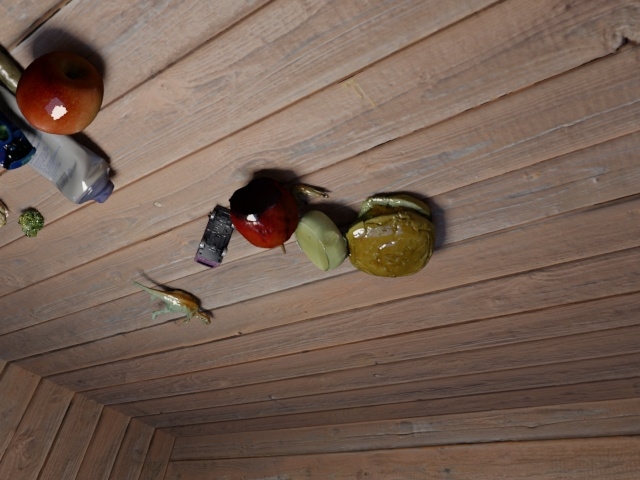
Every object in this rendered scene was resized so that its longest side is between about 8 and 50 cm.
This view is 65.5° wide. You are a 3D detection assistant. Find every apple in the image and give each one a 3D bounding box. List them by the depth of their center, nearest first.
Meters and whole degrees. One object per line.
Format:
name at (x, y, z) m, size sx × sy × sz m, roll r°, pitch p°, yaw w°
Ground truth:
apple at (-0.603, -0.340, 1.159) m, size 0.181 × 0.180 × 0.168 m, roll 32°, pitch 139°, yaw -27°

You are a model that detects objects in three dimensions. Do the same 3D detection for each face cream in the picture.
face cream at (-0.768, -0.250, 1.376) m, size 0.420 × 0.137 × 0.235 m, roll 39°, pitch 136°, yaw -22°

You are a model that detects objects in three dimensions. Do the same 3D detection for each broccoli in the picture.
broccoli at (-0.977, -0.050, 1.679) m, size 0.097 × 0.091 × 0.095 m, roll -20°, pitch 150°, yaw 7°

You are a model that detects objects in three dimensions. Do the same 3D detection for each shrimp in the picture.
shrimp at (-0.030, -0.127, 1.446) m, size 0.115 × 0.023 × 0.083 m, roll 12°, pitch 145°, yaw 5°

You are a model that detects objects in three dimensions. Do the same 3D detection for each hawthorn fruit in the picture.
hawthorn fruit at (-0.147, -0.060, 1.416) m, size 0.190 × 0.189 × 0.251 m, roll -16°, pitch 127°, yaw 28°

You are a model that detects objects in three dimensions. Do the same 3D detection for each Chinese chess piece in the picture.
Chinese chess piece at (0.000, 0.000, 1.484) m, size 0.188 × 0.083 × 0.188 m, roll 46°, pitch 158°, yaw 25°

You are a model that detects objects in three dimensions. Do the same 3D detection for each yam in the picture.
yam at (-0.763, -0.418, 1.194) m, size 0.061 × 0.061 × 0.274 m, roll -11°, pitch 139°, yaw 24°

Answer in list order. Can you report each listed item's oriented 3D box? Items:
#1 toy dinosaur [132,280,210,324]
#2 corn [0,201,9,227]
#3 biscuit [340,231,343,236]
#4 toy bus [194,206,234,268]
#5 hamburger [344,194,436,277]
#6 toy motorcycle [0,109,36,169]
toy dinosaur at (-0.604, 0.238, 1.970) m, size 0.206 × 0.092 × 0.392 m, roll -8°, pitch 138°, yaw 20°
corn at (-1.120, -0.152, 1.556) m, size 0.127 × 0.126 × 0.335 m, roll -2°, pitch 139°, yaw 13°
biscuit at (0.027, -0.013, 1.583) m, size 0.082 × 0.016 × 0.092 m, roll 12°, pitch 143°, yaw -12°
toy bus at (-0.325, -0.009, 1.534) m, size 0.087 × 0.178 × 0.098 m, roll 23°, pitch 152°, yaw -16°
hamburger at (0.205, 0.000, 1.472) m, size 0.266 × 0.134 × 0.284 m, roll -1°, pitch 143°, yaw 15°
toy motorcycle at (-0.825, -0.293, 1.226) m, size 0.196 × 0.125 × 0.331 m, roll 26°, pitch 149°, yaw 21°
